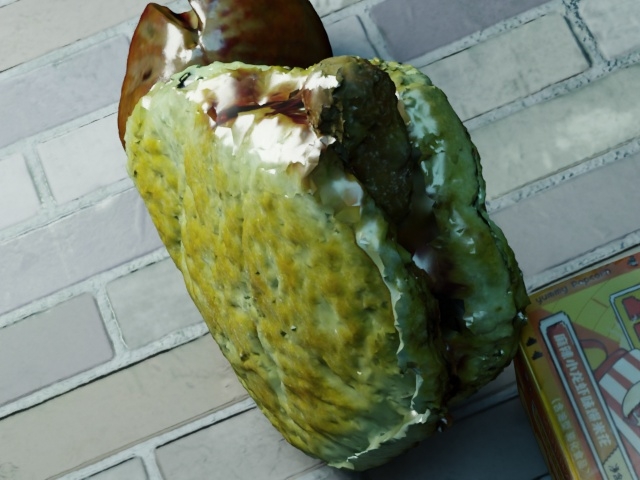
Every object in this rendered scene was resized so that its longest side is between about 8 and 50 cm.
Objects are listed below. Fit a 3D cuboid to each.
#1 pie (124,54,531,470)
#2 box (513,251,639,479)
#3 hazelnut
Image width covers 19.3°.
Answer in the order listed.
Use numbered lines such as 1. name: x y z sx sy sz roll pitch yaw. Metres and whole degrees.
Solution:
1. pie: -0.009 0.013 1.730 0.180 0.395 0.418 -26 11 -34
2. box: 0.334 0.171 1.678 0.259 0.214 0.284 -19 59 -2
3. hazelnut: -0.105 -0.166 1.945 0.217 0.217 0.251 43 97 27
